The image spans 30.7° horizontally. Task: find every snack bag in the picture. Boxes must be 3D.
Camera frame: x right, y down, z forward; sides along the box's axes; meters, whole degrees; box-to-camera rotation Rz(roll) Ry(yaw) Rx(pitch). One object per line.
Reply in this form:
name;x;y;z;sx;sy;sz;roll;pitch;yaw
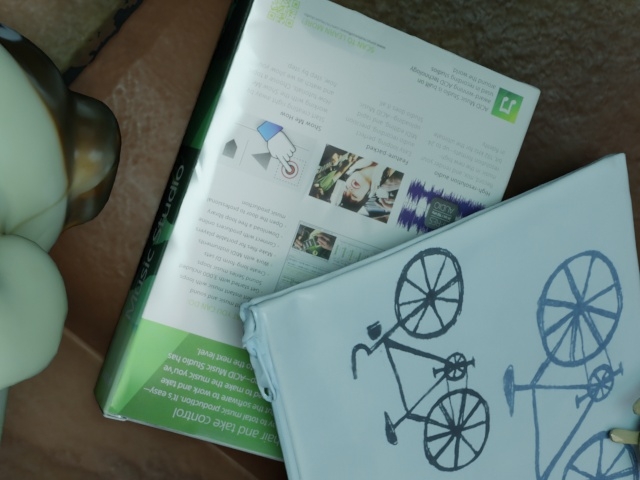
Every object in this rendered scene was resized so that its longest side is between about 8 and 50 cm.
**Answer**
snack bag;0.115;0.134;0.860;0.343;0.037;0.323;-22;112;-26

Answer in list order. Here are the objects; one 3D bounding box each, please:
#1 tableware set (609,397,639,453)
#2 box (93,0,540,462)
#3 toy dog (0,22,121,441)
tableware set;0.316;0.135;0.945;0.194;0.039;0.128;-34;106;-32
box;0.000;0.000;0.840;0.232;0.058;0.321;20;90;-20
toy dog;-0.240;0.051;0.612;0.285;0.395;0.407;4;64;12
